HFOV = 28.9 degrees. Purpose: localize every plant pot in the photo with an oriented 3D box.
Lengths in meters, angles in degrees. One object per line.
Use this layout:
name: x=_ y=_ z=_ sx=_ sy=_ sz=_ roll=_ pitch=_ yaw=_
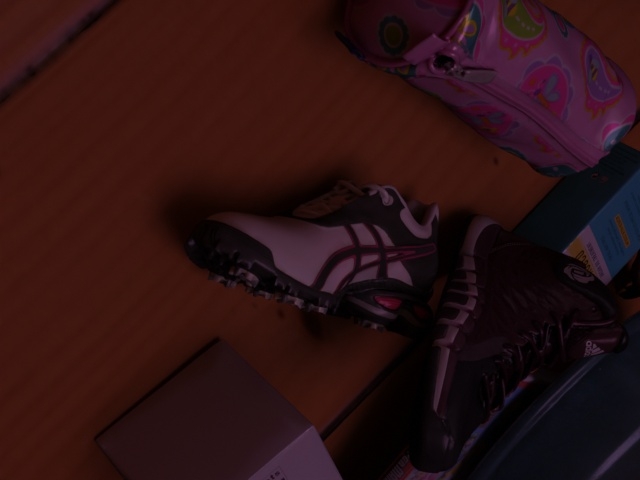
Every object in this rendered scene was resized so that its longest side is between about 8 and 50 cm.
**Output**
plant pot: x=0.359 y=0.294 z=1.232 sx=0.341 sy=0.334 sz=0.341 roll=-36 pitch=156 yaw=-19

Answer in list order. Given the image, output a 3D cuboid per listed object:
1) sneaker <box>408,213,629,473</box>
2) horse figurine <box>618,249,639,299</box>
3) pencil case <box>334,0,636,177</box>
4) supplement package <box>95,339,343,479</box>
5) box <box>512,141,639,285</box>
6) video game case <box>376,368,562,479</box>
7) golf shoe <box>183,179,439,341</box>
sneaker: x=0.174 y=0.090 z=1.040 sx=0.281 sy=0.162 sz=0.106 roll=-68 pitch=169 yaw=-45
horse figurine: x=0.391 y=-0.050 z=1.307 sx=0.174 sy=0.066 sz=0.263 roll=23 pitch=97 yaw=-54
pencil case: x=0.139 y=-0.140 z=0.980 sx=0.284 sy=0.124 sz=0.124 roll=23 pitch=100 yaw=-49
supplement package: x=-0.056 y=0.226 z=1.030 sx=0.134 sy=0.139 sz=0.244 roll=-38 pitch=136 yaw=-15
box: x=0.233 y=0.020 z=1.213 sx=0.244 sy=0.060 sz=0.100 roll=-46 pitch=137 yaw=-9
video game case: x=0.116 y=0.233 z=1.210 sx=0.285 sy=0.025 sz=0.204 roll=-51 pitch=149 yaw=13
golf shoe: x=0.000 y=0.000 z=0.982 sx=0.273 sy=0.105 sz=0.120 roll=18 pitch=88 yaw=-53
